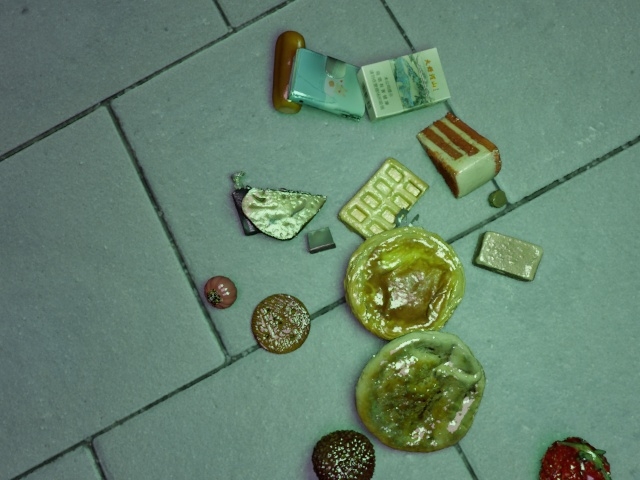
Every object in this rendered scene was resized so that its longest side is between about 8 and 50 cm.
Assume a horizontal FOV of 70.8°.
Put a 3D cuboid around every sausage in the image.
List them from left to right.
[{"bbox_3d":[-0.101,-0.552,1.477,0.105,0.105,0.274,2,84,5],"label":"sausage"}]

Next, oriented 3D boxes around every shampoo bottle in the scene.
[{"bbox_3d":[-0.242,-0.120,1.447,0.064,0.057,0.207,-18,81,1],"label":"shampoo bottle"}]

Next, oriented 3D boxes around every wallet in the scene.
[{"bbox_3d":[0.026,-0.493,1.430,0.251,0.075,0.176,12,79,-20],"label":"wallet"}]

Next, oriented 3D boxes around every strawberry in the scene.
[{"bbox_3d":[0.682,0.639,1.219,0.184,0.187,0.201,34,114,-11],"label":"strawberry"}]

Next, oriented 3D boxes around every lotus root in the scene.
[{"bbox_3d":[-0.120,-0.084,1.398,0.261,0.074,0.170,11,80,-12],"label":"lotus root"}]

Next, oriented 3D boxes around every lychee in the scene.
[{"bbox_3d":[0.068,0.615,1.255,0.188,0.188,0.188,-1,82,4],"label":"lychee"}]

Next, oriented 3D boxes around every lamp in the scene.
[{"bbox_3d":[-0.309,0.160,1.394,0.108,0.092,0.107,9,112,25],"label":"lamp"}]

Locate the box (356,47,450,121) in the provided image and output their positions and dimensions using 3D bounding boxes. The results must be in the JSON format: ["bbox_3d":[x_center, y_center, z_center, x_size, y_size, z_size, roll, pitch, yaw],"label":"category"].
[{"bbox_3d":[0.262,-0.489,1.421,0.257,0.069,0.164,-18,92,-9],"label":"box"}]

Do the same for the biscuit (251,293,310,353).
[{"bbox_3d":[-0.123,0.259,1.399,0.188,0.027,0.187,-1,81,3],"label":"biscuit"}]

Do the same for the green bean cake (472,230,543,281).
[{"bbox_3d":[0.557,0.048,1.350,0.179,0.085,0.109,18,82,6],"label":"green bean cake"}]

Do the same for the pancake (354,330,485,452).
[{"bbox_3d":[0.287,0.435,1.276,0.387,0.082,0.386,-1,102,-4],"label":"pancake"}]

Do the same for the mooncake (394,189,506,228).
[{"bbox_3d":[0.404,-0.093,1.368,0.347,0.057,0.150,5,86,-8],"label":"mooncake"}]

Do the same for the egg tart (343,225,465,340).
[{"bbox_3d":[0.244,0.126,1.331,0.352,0.150,0.351,0,87,7],"label":"egg tart"}]

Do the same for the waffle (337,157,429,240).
[{"bbox_3d":[0.198,-0.122,1.414,0.168,0.057,0.274,41,86,9],"label":"waffle"}]

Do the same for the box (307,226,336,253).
[{"bbox_3d":[0.000,0.000,1.413,0.085,0.060,0.063,-16,76,3],"label":"box"}]

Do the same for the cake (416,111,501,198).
[{"bbox_3d":[0.415,-0.280,1.370,0.158,0.159,0.262,-33,79,2],"label":"cake"}]
